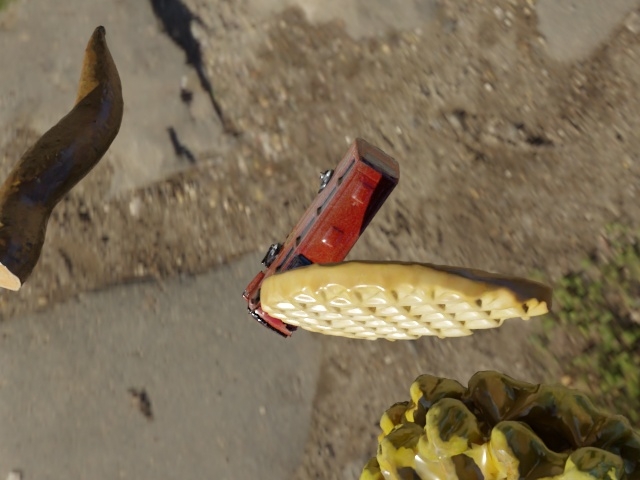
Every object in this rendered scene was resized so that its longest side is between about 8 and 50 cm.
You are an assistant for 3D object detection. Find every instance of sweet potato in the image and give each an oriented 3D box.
[{"bbox_3d":[-0.240,-0.077,1.530,0.067,0.281,0.059,20,148,10],"label":"sweet potato"}]

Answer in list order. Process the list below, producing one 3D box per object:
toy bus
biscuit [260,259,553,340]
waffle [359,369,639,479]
[{"bbox_3d":[0.000,0.000,1.787,0.073,0.096,0.235,32,106,-9],"label":"toy bus"},{"bbox_3d":[0.053,0.060,1.583,0.204,0.309,0.040,15,74,-36],"label":"biscuit"},{"bbox_3d":[0.146,0.262,1.262,0.261,0.151,0.324,12,112,32],"label":"waffle"}]
